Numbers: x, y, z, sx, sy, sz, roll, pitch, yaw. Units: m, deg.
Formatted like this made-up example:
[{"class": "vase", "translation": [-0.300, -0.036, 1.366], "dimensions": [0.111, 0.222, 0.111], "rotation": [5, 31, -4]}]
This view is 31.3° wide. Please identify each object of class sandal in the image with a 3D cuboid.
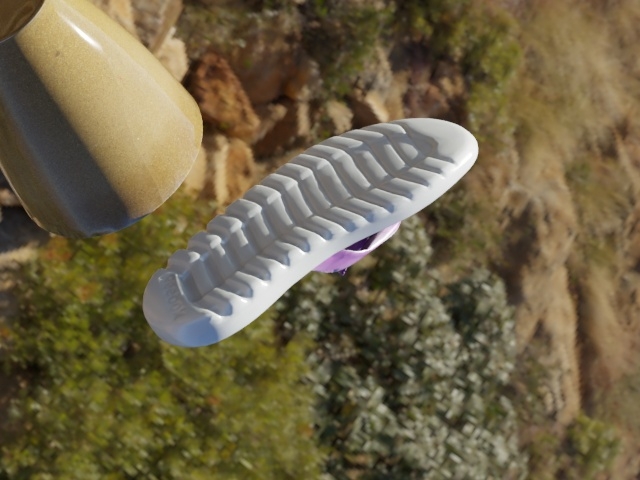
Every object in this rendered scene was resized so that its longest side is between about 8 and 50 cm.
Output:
[{"class": "sandal", "translation": [-0.008, -0.007, 1.247], "dimensions": [0.416, 0.169, 0.102], "rotation": [-31, 132, -18]}]

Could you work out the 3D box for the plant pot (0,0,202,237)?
[{"class": "plant pot", "translation": [-0.287, -0.171, 1.255], "dimensions": [0.237, 0.237, 0.254], "rotation": [-49, 143, -16]}]
